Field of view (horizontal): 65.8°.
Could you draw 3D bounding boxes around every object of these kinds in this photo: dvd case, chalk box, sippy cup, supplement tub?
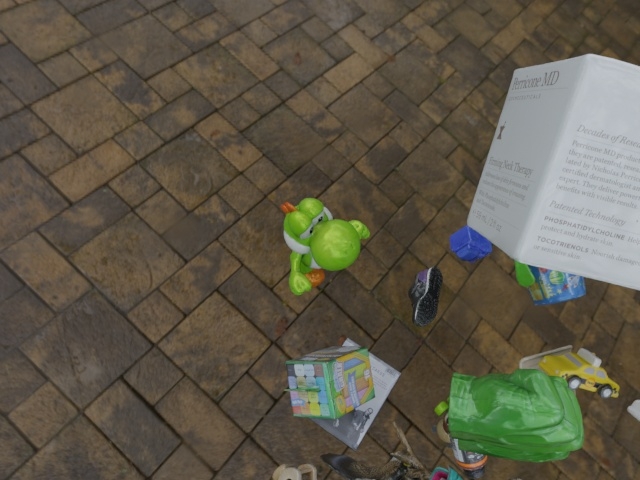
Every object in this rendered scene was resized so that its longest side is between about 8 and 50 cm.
[{"bbox_3d":[0.083,0.414,1.348,0.179,0.029,0.239,32,72,10],"label":"dvd case"},{"bbox_3d":[0.011,0.335,1.159,0.213,0.132,0.132,-6,86,-50],"label":"chalk box"},{"bbox_3d":[0.780,0.097,1.679,0.305,0.240,0.224,-12,80,-3],"label":"sippy cup"},{"bbox_3d":[0.479,0.664,1.605,0.106,0.106,0.198,-22,101,-28],"label":"supplement tub"}]

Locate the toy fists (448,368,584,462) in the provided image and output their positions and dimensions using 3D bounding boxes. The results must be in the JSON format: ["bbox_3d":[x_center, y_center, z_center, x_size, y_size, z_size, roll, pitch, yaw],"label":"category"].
[{"bbox_3d":[0.248,0.225,0.633,0.142,0.279,0.096,3,62,21],"label":"toy fists"}]

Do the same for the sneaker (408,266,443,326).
[{"bbox_3d":[0.426,0.248,2.092,0.107,0.124,0.283,42,53,-22],"label":"sneaker"}]

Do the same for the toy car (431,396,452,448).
[{"bbox_3d":[0.486,0.688,1.826,0.149,0.188,0.155,-19,53,-38],"label":"toy car"}]

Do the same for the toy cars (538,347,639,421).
[{"bbox_3d":[0.730,0.357,1.173,0.393,0.087,0.176,27,15,28],"label":"toy cars"}]

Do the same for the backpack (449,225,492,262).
[{"bbox_3d":[0.494,0.021,1.613,0.120,0.098,0.101,17,59,-27],"label":"backpack"}]

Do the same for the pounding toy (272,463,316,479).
[{"bbox_3d":[-0.034,0.743,1.441,0.155,0.154,0.269,13,25,-44],"label":"pounding toy"}]

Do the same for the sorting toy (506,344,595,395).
[{"bbox_3d":[0.598,0.383,1.316,0.347,0.047,0.196,-7,96,-22],"label":"sorting toy"}]

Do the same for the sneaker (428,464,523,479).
[{"bbox_3d":[0.315,0.539,1.030,0.178,0.124,0.295,28,15,30],"label":"sneaker"}]

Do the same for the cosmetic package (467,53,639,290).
[{"bbox_3d":[0.570,-0.148,1.073,0.327,0.329,0.394,13,104,-5],"label":"cosmetic package"}]

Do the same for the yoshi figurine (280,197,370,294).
[{"bbox_3d":[0.012,0.024,1.149,0.203,0.362,0.203,1,74,5],"label":"yoshi figurine"}]

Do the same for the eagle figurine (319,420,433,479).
[{"bbox_3d":[0.159,0.639,1.316,0.225,0.298,0.226,22,42,-42],"label":"eagle figurine"}]
